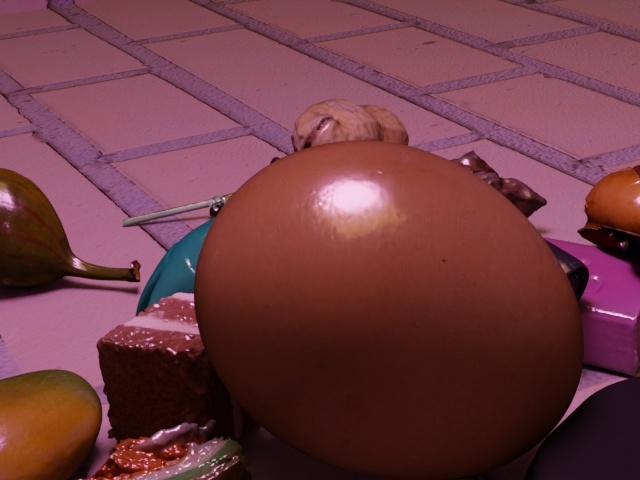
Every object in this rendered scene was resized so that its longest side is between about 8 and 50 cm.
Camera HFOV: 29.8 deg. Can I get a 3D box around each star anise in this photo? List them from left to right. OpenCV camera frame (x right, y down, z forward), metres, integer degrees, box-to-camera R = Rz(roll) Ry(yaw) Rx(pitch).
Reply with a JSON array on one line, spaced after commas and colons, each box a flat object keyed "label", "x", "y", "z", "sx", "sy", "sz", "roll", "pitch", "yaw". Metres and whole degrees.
[{"label": "star anise", "x": 0.155, "y": -0.055, "z": 1.680, "sx": 0.315, "sy": 0.108, "sz": 0.315, "roll": -2, "pitch": 25, "yaw": 1}]

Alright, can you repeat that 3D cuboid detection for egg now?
[{"label": "egg", "x": 0.067, "y": 0.067, "z": 1.114, "sx": 0.374, "sy": 0.301, "sz": 0.301, "roll": 23, "pitch": 15, "yaw": -21}]

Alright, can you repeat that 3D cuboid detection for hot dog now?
[{"label": "hot dog", "x": 0.429, "y": -0.037, "z": 1.487, "sx": 0.194, "sy": 0.107, "sz": 0.326, "roll": 7, "pitch": 7, "yaw": -13}]

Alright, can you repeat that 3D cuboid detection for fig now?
[{"label": "fig", "x": -0.359, "y": 0.006, "z": 1.589, "sx": 0.259, "sy": 0.151, "sz": 0.151, "roll": 21, "pitch": 23, "yaw": -6}]

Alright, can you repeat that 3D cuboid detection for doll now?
[{"label": "doll", "x": -0.097, "y": 0.042, "z": 1.395, "sx": 0.258, "sy": 0.153, "sz": 0.195, "roll": -38, "pitch": 28, "yaw": 29}]

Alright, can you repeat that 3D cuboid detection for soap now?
[{"label": "soap", "x": 0.274, "y": 0.064, "z": 1.426, "sx": 0.259, "sy": 0.081, "sz": 0.181, "roll": 11, "pitch": 27, "yaw": 28}]

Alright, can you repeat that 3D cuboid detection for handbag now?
[{"label": "handbag", "x": 0.318, "y": 0.222, "z": 1.046, "sx": 0.253, "sy": 0.093, "sz": 0.308, "roll": 17, "pitch": 30, "yaw": 34}]

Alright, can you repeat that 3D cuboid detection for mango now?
[{"label": "mango", "x": -0.301, "y": 0.196, "z": 1.150, "sx": 0.156, "sy": 0.114, "sz": 0.251, "roll": 0, "pitch": 9, "yaw": 31}]

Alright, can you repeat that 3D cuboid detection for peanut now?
[{"label": "peanut", "x": 0.044, "y": -0.151, "z": 1.843, "sx": 0.130, "sy": 0.130, "sz": 0.290, "roll": 9, "pitch": 4, "yaw": 24}]

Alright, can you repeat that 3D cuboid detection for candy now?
[{"label": "candy", "x": -0.151, "y": -0.061, "z": 1.779, "sx": 0.287, "sy": 0.084, "sz": 0.078, "roll": -12, "pitch": 28, "yaw": -4}]

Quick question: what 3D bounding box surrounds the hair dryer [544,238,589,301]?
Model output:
[{"label": "hair dryer", "x": 0.171, "y": 0.093, "z": 1.308, "sx": 0.128, "sy": 0.070, "sz": 0.255, "roll": 32, "pitch": 73, "yaw": 36}]

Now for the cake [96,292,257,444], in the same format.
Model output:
[{"label": "cake", "x": -0.133, "y": 0.134, "z": 1.233, "sx": 0.134, "sy": 0.135, "sz": 0.147, "roll": 5, "pitch": 24, "yaw": 22}]

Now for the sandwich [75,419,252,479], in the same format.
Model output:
[{"label": "sandwich", "x": -0.156, "y": 0.223, "z": 1.066, "sx": 0.184, "sy": 0.109, "sz": 0.160, "roll": -13, "pitch": 27, "yaw": -23}]
